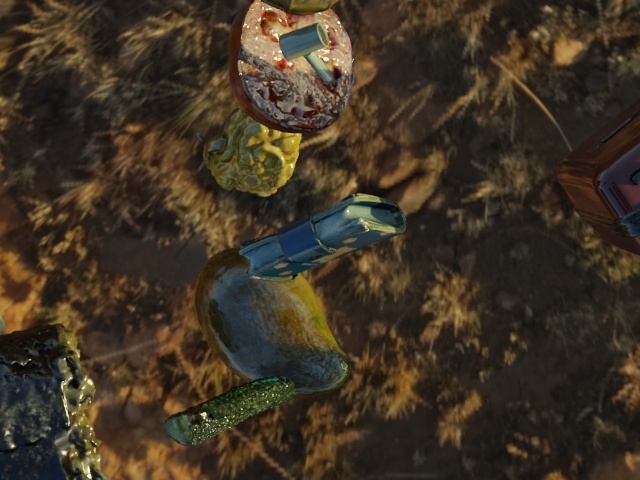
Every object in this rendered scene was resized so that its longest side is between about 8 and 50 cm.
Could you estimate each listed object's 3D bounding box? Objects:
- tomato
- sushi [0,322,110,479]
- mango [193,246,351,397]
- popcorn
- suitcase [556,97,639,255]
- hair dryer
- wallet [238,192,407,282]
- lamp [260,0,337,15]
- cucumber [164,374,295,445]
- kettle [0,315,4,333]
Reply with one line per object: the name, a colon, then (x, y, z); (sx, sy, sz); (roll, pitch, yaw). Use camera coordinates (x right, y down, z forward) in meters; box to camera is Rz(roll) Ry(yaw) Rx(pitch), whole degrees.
tomato: (-0.054, -0.266, 1.612); (0.085, 0.225, 0.225); (-7, 116, 54)
sushi: (-0.260, 0.189, 1.003); (0.115, 0.147, 0.212); (-9, 103, -12)
mango: (-0.082, 0.139, 1.755); (0.316, 0.146, 0.192); (43, 94, 22)
popcorn: (-0.105, -0.149, 1.842); (0.163, 0.140, 0.194); (26, 134, -35)
suitcase: (0.492, -0.119, 1.477); (0.297, 0.236, 0.161); (-38, 98, 0)
hair dryer: (-0.003, -0.254, 1.516); (0.063, 0.037, 0.124); (-15, 146, 22)
wallet: (0.000, 0.001, 1.465); (0.202, 0.141, 0.059); (-22, 73, 28)
lamp: (-0.018, -0.400, 1.415); (0.161, 0.161, 0.185); (18, 131, -1)
cucumber: (-0.096, 0.194, 1.282); (0.043, 0.257, 0.044); (34, 109, 21)
kettle: (-0.629, 0.214, 1.635); (0.265, 0.318, 0.205); (7, 145, 30)
